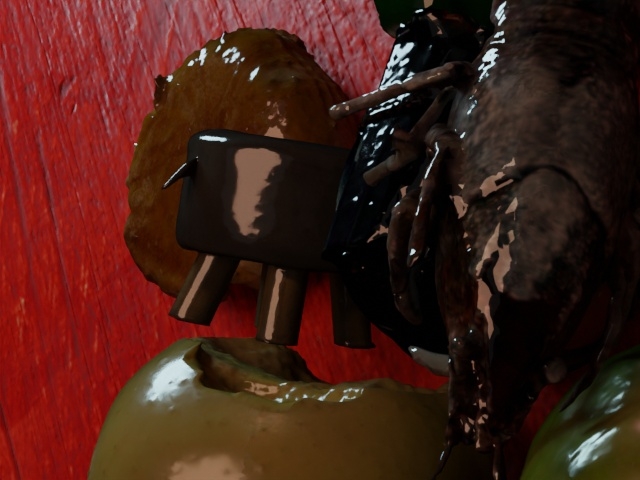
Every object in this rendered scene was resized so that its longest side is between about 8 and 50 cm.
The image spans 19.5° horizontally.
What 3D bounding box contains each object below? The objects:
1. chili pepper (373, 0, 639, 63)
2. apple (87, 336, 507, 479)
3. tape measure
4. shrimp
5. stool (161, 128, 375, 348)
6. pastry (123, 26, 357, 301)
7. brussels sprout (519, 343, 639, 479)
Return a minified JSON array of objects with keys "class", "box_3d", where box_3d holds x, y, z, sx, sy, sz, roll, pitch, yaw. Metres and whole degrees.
[{"class":"chili pepper","box_3d":[0.145,-0.240,1.232,0.249,0.233,0.256,9,86,49]},{"class":"apple","box_3d":[-0.019,0.181,1.184,0.279,0.279,0.279,-18,62,38]},{"class":"tape measure","box_3d":[0.112,-0.015,1.171,0.135,0.223,0.202,-5,61,49]},{"class":"shrimp","box_3d":[0.115,-0.057,1.003,0.221,0.166,0.410,14,78,1]},{"class":"stool","box_3d":[0.003,0.001,1.261,0.153,0.228,0.139,-147,66,-85]},{"class":"pastry","box_3d":[-0.063,-0.059,1.445,0.218,0.100,0.229,-2,77,47]},{"class":"brussels sprout","box_3d":[0.222,0.162,1.004,0.244,0.244,0.244,-18,62,38]}]
